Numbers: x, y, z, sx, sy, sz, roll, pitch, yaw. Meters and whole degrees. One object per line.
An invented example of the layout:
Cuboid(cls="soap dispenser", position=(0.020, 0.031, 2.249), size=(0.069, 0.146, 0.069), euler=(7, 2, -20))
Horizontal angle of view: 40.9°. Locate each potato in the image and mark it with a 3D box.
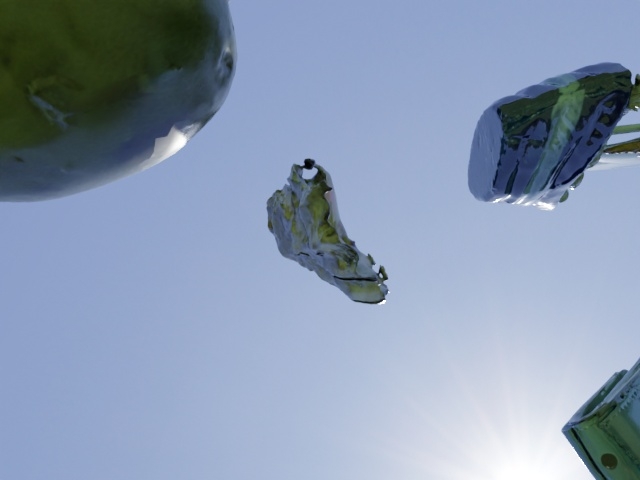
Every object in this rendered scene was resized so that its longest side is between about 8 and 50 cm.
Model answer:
Cuboid(cls="potato", position=(-0.170, -0.110, 0.456), size=(0.253, 0.148, 0.186), euler=(3, -67, 1))

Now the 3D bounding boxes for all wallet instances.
Cuboid(cls="wallet", position=(0.342, 0.241, 0.798), size=(0.075, 0.176, 0.250), euler=(-41, -102, 37))

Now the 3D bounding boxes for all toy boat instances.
Cuboid(cls="toy boat", position=(0.255, -0.081, 0.614), size=(0.291, 0.220, 0.067), euler=(-10, -105, -4))

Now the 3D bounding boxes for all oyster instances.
Cuboid(cls="oyster", position=(-0.003, -0.005, 0.699), size=(0.072, 0.133, 0.209), euler=(-34, -151, 4))
